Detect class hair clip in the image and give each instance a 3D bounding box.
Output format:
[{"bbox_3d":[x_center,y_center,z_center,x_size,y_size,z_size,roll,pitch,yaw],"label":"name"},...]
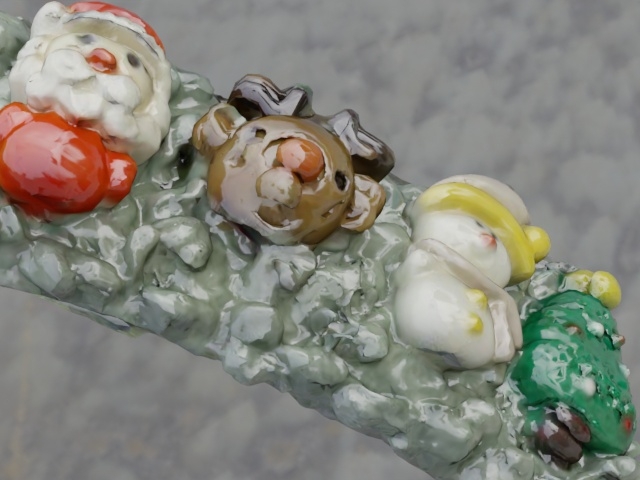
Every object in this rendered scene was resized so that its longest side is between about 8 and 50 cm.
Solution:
[{"bbox_3d":[0.002,-0.001,0.654,0.091,0.321,0.138,-52,20,41],"label":"hair clip"}]
